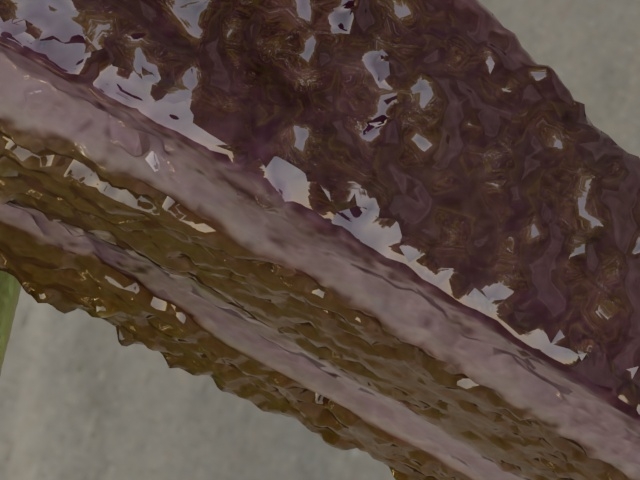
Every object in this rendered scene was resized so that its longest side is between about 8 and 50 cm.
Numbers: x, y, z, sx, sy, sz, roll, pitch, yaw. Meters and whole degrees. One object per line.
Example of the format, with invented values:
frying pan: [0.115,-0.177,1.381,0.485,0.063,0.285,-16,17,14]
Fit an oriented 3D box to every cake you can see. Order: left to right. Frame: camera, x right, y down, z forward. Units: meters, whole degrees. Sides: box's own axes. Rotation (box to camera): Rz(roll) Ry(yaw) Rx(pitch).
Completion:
cake: [0.000,0.000,0.393,0.113,0.295,0.116,-51,3,-22]

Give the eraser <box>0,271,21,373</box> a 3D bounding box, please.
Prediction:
eraser: [-0.152,0.025,0.529,0.058,0.117,0.172,-18,57,54]
